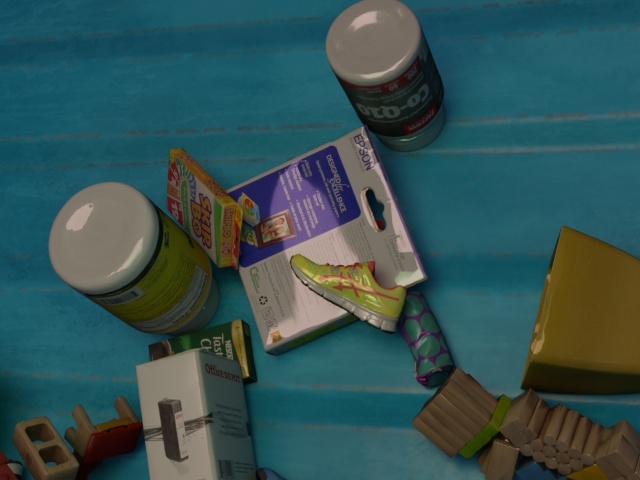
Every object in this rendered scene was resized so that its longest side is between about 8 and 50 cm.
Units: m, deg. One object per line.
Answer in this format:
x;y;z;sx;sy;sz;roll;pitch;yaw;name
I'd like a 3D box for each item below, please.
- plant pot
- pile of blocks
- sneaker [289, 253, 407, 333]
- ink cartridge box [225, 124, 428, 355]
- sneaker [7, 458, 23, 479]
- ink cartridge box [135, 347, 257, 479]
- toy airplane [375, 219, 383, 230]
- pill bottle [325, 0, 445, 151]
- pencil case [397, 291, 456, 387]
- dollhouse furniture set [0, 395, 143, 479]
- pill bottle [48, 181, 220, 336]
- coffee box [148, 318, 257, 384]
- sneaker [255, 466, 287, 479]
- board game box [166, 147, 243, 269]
0.423;0.127;1.654;0.187;0.212;0.212;14;73;10;plant pot
0.328;0.300;1.674;0.362;0.149;0.112;20;32;16;pile of blocks
0.048;0.066;1.785;0.208;0.081;0.094;29;90;10;sneaker
0.000;0.000;1.892;0.307;0.072;0.303;-23;70;10;ink cartridge box
-0.623;0.478;1.927;0.234;0.078;0.106;-25;60;5;sneaker
-0.190;0.326;1.751;0.114;0.197;0.272;-13;73;13;ink cartridge box
0.054;0.004;1.922;0.151;0.028;0.151;-7;68;17;toy airplane
0.122;-0.272;1.871;0.161;0.283;0.161;-7;66;16;pill bottle
0.165;0.161;1.796;0.070;0.064;0.151;-14;61;-14;pencil case
-0.465;0.406;1.774;0.152;0.374;0.201;46;126;33;dollhouse furniture set
-0.297;0.048;1.852;0.188;0.334;0.188;-7;66;16;pill bottle
-0.208;0.213;1.917;0.184;0.040;0.113;-15;64;13;coffee box
-0.021;0.432;1.749;0.082;0.069;0.209;-34;60;-21;sneaker
-0.209;-0.056;1.951;0.039;0.124;0.259;-12;34;-31;board game box
